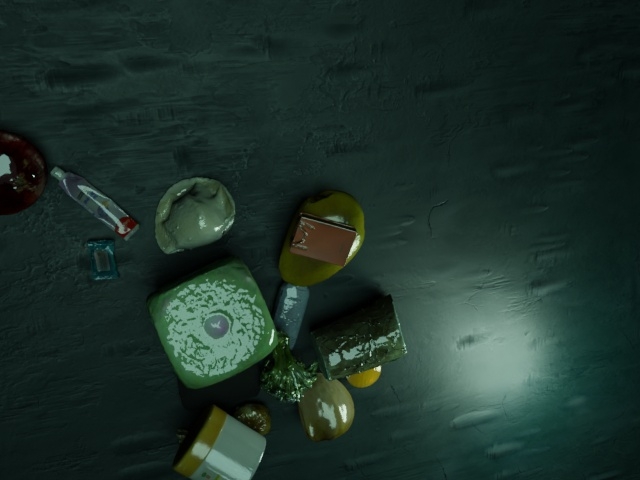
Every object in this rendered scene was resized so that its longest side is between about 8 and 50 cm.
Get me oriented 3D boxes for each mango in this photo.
[{"bbox_3d":[0.000,0.000,1.859,0.253,0.182,0.365,36,94,-22],"label":"mango"}]

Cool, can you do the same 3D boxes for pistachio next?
[{"bbox_3d":[0.019,0.607,2.063,0.212,0.163,0.260,-18,97,-32],"label":"pistachio"}]

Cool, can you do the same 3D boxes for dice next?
[{"bbox_3d":[-0.335,0.244,1.728,0.322,0.330,0.318,-25,95,-12],"label":"dice"}]

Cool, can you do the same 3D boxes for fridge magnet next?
[{"bbox_3d":[0.160,0.492,2.113,0.143,0.063,0.143,-4,107,-13],"label":"fridge magnet"}]

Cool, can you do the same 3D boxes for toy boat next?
[{"bbox_3d":[-0.477,0.774,2.019,0.072,0.064,0.206,-13,106,8],"label":"toy boat"}]

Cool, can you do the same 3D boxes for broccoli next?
[{"bbox_3d":[-0.096,0.443,1.928,0.198,0.177,0.275,15,121,-7],"label":"broccoli"}]

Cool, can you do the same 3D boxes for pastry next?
[{"bbox_3d":[-0.253,0.663,2.037,0.153,0.081,0.153,-2,102,-8],"label":"pastry"}]

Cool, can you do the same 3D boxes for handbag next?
[{"bbox_3d":[0.004,-0.003,1.742,0.190,0.063,0.127,16,110,-13],"label":"handbag"}]

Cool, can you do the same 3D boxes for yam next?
[{"bbox_3d":[0.142,0.350,1.981,0.348,0.241,0.241,-22,111,-5],"label":"yam"}]

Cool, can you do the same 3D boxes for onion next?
[{"bbox_3d":[-0.916,-0.182,1.543,0.272,0.195,0.272,-5,116,-10],"label":"onion"}]

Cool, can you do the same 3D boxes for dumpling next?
[{"bbox_3d":[-0.405,-0.087,1.746,0.243,0.175,0.227,-24,81,-22],"label":"dumpling"}]

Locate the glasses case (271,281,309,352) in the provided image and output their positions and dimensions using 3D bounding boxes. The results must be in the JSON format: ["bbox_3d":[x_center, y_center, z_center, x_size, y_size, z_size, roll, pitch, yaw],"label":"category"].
[{"bbox_3d":[-0.118,0.271,1.967,0.109,0.067,0.282,12,105,-19],"label":"glasses case"}]

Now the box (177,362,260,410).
[{"bbox_3d":[-0.359,0.438,1.946,0.289,0.073,0.290,-10,108,-12],"label":"box"}]

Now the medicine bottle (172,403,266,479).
[{"bbox_3d":[-0.340,0.715,1.881,0.232,0.238,0.238,36,94,-8],"label":"medicine bottle"}]

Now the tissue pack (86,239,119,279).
[{"bbox_3d":[-0.689,0.061,1.768,0.085,0.028,0.138,-3,111,-12],"label":"tissue pack"}]

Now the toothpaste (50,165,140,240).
[{"bbox_3d":[-0.690,-0.116,1.706,0.301,0.048,0.075,43,87,-24],"label":"toothpaste"}]
